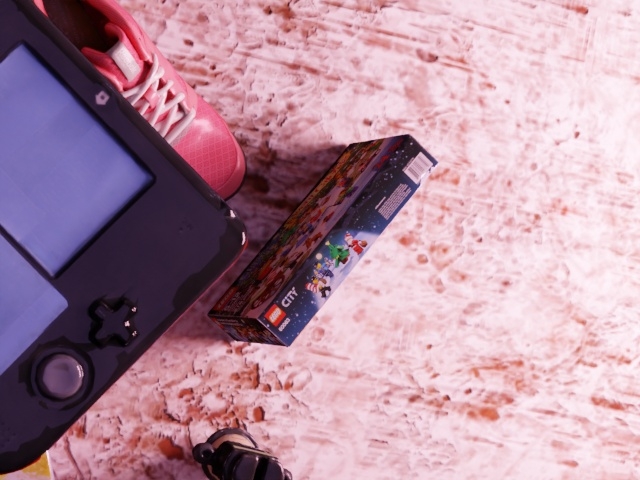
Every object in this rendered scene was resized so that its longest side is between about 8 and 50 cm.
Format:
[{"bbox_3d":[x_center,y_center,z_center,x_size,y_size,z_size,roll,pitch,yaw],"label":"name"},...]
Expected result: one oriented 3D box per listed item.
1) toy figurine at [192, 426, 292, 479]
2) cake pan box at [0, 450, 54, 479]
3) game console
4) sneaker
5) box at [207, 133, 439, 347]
[{"bbox_3d":[-0.100,0.304,1.867,0.209,0.148,0.213,-32,101,-12],"label":"toy figurine"},{"bbox_3d":[-0.379,0.233,1.806,0.267,0.070,0.246,-8,89,-18],"label":"cake pan box"},{"bbox_3d":[-0.306,-0.021,1.753,0.342,0.060,0.386,-45,101,-6],"label":"game console"},{"bbox_3d":[-0.190,-0.144,1.847,0.314,0.136,0.116,43,77,-13],"label":"sneaker"},{"bbox_3d":[0.000,0.000,1.897,0.044,0.159,0.233,43,75,-15],"label":"box"}]
